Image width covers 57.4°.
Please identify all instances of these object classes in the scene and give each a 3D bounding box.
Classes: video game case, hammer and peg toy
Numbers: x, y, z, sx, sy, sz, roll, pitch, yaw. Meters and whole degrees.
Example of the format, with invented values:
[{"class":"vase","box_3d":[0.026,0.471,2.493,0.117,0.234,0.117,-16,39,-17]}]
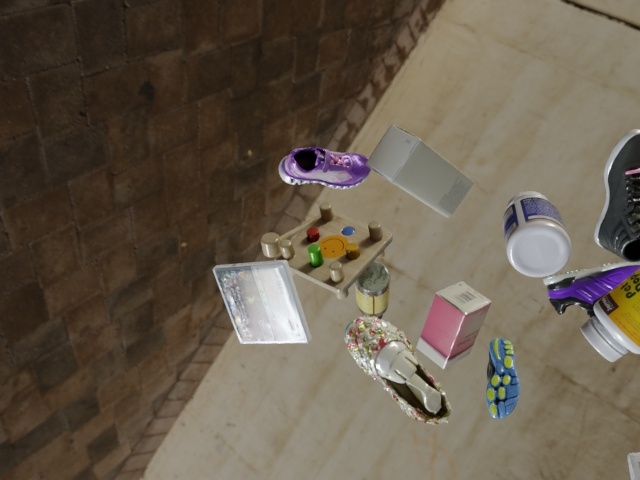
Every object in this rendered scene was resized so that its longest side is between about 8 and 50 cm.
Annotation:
[{"class":"video game case","box_3d":[-0.121,0.132,1.220,0.022,0.173,0.190,-51,130,-56]},{"class":"hammer and peg toy","box_3d":[0.000,0.000,1.711,0.266,0.361,0.127,-44,140,-29]}]

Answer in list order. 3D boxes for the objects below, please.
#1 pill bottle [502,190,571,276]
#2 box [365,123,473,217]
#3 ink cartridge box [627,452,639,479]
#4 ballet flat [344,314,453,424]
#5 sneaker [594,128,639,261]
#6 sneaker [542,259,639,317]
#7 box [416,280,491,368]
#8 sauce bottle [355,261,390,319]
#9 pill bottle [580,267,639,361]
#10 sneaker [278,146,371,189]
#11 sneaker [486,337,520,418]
[{"class":"pill bottle","box_3d":[0.563,-0.028,1.544,0.264,0.153,0.153,-64,175,-61]},{"class":"box","box_3d":[0.232,-0.151,1.329,0.275,0.094,0.113,25,102,-49]},{"class":"ink cartridge box","box_3d":[0.772,0.489,1.117,0.226,0.306,0.131,54,30,-44]},{"class":"ballet flat","box_3d":[0.130,0.199,0.883,0.091,0.077,0.241,-50,121,-11]},{"class":"sneaker","box_3d":[0.694,-0.086,1.274,0.147,0.105,0.295,-105,-168,-61]},{"class":"sneaker","box_3d":[0.797,0.148,1.651,0.102,0.294,0.146,22,58,-59]},{"class":"box","box_3d":[0.427,0.271,1.879,0.149,0.127,0.232,-17,131,-39]},{"class":"sauce bottle","box_3d":[0.165,0.180,1.867,0.111,0.111,0.344,-49,160,-19]},{"class":"pill bottle","box_3d":[0.580,0.121,1.044,0.215,0.117,0.117,-47,162,22]},{"class":"sneaker","box_3d":[0.016,-0.190,1.463,0.104,0.237,0.095,113,-24,-70]},{"class":"sneaker","box_3d":[0.387,0.297,1.241,0.188,0.067,0.078,-72,155,-46]}]
